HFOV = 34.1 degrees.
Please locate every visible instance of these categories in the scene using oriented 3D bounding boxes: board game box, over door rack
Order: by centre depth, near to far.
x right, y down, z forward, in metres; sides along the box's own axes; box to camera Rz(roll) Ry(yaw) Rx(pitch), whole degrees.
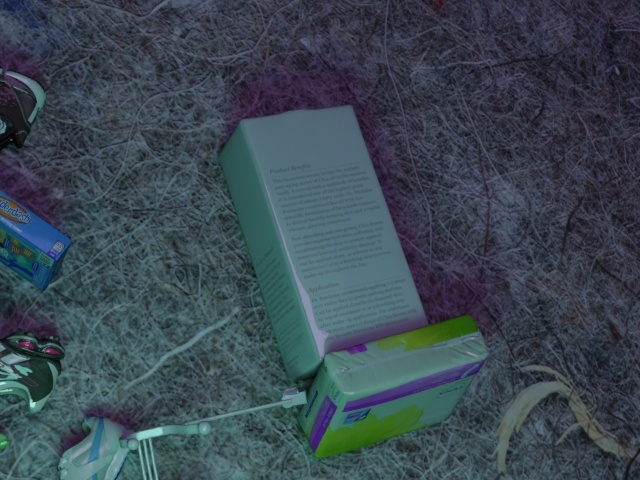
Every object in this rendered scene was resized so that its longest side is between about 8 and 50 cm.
[{"bbox_3d":[-0.138,0.385,1.657,0.324,0.108,0.239,-12,95,-25],"label":"over door rack"},{"bbox_3d":[-0.509,-0.018,1.673,0.210,0.160,0.047,36,60,-7],"label":"board game box"}]

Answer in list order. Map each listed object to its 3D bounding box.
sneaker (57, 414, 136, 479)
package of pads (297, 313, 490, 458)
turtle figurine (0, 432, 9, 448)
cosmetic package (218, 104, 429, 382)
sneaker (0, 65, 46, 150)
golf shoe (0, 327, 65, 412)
[{"bbox_3d":[-0.373,0.381,1.620,0.092,0.087,0.228,26,55,-4],"label":"sneaker"},{"bbox_3d":[0.122,0.254,1.785,0.296,0.229,0.101,-12,56,-25],"label":"package of pads"},{"bbox_3d":[-0.511,0.379,1.482,0.198,0.275,0.266,30,51,-26],"label":"turtle figurine"},{"bbox_3d":[0.000,0.000,1.874,0.230,0.161,0.453,-11,74,-26],"label":"cosmetic package"},{"bbox_3d":[-0.615,-0.232,1.748,0.281,0.106,0.162,17,67,-16],"label":"sneaker"},{"bbox_3d":[-0.539,0.182,1.617,0.273,0.105,0.120,16,72,-15],"label":"golf shoe"}]
